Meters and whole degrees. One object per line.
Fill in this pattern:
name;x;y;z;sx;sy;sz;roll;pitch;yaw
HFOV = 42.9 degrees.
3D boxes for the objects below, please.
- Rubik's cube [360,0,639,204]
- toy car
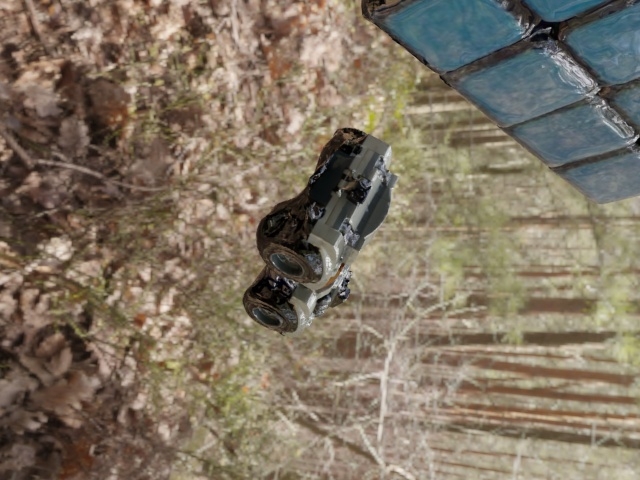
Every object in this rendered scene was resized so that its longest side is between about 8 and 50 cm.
Rubik's cube;0.264;-0.264;0.569;0.337;0.344;0.343;27;59;-37
toy car;0.001;0.001;0.982;0.193;0.118;0.301;-60;174;-31
